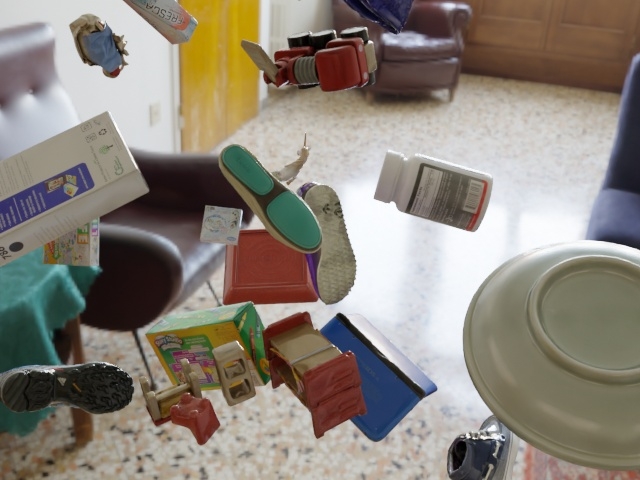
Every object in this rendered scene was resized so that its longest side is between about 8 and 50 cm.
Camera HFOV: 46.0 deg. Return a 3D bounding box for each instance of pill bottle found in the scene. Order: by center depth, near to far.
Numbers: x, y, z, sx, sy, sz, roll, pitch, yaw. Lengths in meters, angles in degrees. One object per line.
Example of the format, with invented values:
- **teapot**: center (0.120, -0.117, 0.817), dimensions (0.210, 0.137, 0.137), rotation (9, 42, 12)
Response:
- **pill bottle**: center (0.290, -0.133, 1.965), dimensions (0.283, 0.161, 0.161), rotation (16, 27, 2)

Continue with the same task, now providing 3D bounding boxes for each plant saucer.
- **plant saucer**: center (0.414, 0.133, 1.115), dimensions (0.400, 0.101, 0.401), rotation (-4, 50, 5)
- **plant saucer**: center (-0.137, 0.057, 2.064), dimensions (0.258, 0.048, 0.259), rotation (-2, 50, 0)

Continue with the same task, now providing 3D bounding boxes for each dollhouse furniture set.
- **dollhouse furniture set**: center (-0.126, 0.297, 1.431), dimensions (0.374, 0.152, 0.201), rotation (-21, 30, -20)

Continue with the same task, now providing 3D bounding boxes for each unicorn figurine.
- **unicorn figurine**: center (-0.081, -0.162, 1.765), dimensions (0.060, 0.111, 0.162), rotation (44, 56, -4)

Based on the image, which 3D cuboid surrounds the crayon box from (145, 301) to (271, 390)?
- **crayon box**: center (-0.237, 0.239, 1.654), dimensions (0.278, 0.165, 0.081), rotation (-12, 20, 35)

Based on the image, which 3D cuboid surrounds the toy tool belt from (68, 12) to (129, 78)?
- **toy tool belt**: center (-0.240, -0.212, 0.841), dimensions (0.051, 0.083, 0.052), rotation (25, 63, 38)

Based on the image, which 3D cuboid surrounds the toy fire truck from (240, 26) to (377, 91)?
- **toy fire truck**: center (-0.032, -0.367, 1.550), dimensions (0.217, 0.159, 0.246), rotation (6, 30, 34)

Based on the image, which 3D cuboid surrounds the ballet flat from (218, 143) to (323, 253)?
- **ballet flat**: center (-0.090, -0.066, 1.331), dimensions (0.248, 0.086, 0.086), rotation (50, 41, 10)

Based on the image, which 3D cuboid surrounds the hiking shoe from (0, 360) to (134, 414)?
- **hiking shoe**: center (-0.544, 0.303, 1.605), dimensions (0.132, 0.113, 0.304), rotation (4, -8, 45)

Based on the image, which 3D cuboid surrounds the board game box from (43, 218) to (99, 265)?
- **board game box**: center (-0.445, -0.033, 1.346), dimensions (0.103, 0.154, 0.026), rotation (1, 1, 21)

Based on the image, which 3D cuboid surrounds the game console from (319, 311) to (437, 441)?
- **game console**: center (0.116, 0.330, 1.868), dimensions (0.250, 0.173, 0.293), rotation (-41, 69, -17)

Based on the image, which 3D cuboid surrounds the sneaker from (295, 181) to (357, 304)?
- **sneaker**: center (0.001, -0.001, 1.749), dimensions (0.102, 0.294, 0.146), rotation (-16, 19, -22)

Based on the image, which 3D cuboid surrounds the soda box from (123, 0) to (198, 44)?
- **soda box**: center (-0.355, -0.505, 1.638), dimensions (0.062, 0.058, 0.183), rotation (5, -23, 41)

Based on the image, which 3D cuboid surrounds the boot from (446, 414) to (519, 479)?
- **boot**: center (0.231, 0.293, 1.076), dimensions (0.086, 0.069, 0.190), rotation (46, 27, -9)

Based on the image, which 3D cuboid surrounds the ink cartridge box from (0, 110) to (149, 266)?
- **ink cartridge box**: center (-0.454, -0.072, 1.200), dimensions (0.332, 0.065, 0.165), rotation (-26, 54, -9)

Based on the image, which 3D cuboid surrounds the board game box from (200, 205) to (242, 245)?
- **board game box**: center (-0.240, -0.036, 1.820), dimensions (0.090, 0.020, 0.090), rotation (7, 67, -1)

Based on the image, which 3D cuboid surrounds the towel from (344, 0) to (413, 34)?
- **towel**: center (0.101, -0.469, 1.044), dimensions (0.076, 0.308, 0.227), rotation (24, 3, 28)
